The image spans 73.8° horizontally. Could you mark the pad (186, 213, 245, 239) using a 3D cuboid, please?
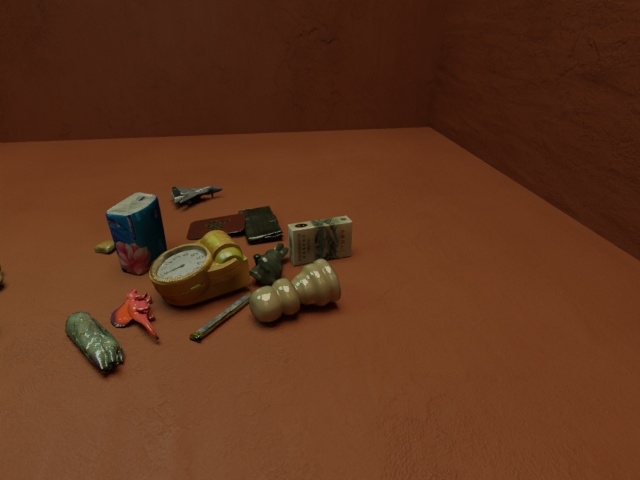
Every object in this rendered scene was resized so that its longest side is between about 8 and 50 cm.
[{"bbox_3d":[-0.485,-0.068,1.992,0.268,0.004,0.181,-10,31,-2],"label":"pad"}]

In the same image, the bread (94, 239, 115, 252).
[{"bbox_3d":[-0.917,0.027,1.824,0.084,0.035,0.070,1,28,13],"label":"bread"}]

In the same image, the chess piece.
[{"bbox_3d":[-0.095,0.187,1.457,0.300,0.166,0.167,-21,35,-22],"label":"chess piece"}]

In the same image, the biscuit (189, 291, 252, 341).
[{"bbox_3d":[-0.321,0.249,1.444,0.048,0.026,0.292,14,31,30],"label":"biscuit"}]

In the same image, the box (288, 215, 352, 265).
[{"bbox_3d":[0.000,0.000,1.755,0.257,0.164,0.069,-9,29,-17],"label":"box"}]

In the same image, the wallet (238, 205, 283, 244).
[{"bbox_3d":[-0.287,-0.079,2.017,0.169,0.044,0.317,-12,30,-13],"label":"wallet"}]

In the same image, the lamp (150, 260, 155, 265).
[{"bbox_3d":[-0.533,0.078,1.672,0.250,0.101,0.101,-15,32,-30],"label":"lamp"}]

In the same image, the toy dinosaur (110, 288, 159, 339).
[{"bbox_3d":[-0.624,0.254,1.407,0.139,0.070,0.286,-22,38,-17],"label":"toy dinosaur"}]

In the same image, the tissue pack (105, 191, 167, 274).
[{"bbox_3d":[-0.713,-0.031,1.691,0.138,0.269,0.209,6,29,11],"label":"tissue pack"}]

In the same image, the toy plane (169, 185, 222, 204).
[{"bbox_3d":[-0.656,-0.246,2.278,0.268,0.088,0.212,-6,30,-28],"label":"toy plane"}]

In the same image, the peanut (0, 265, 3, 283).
[{"bbox_3d":[-1.253,0.122,1.595,0.214,0.090,0.099,30,11,39],"label":"peanut"}]

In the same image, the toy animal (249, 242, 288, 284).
[{"bbox_3d":[-0.192,0.093,1.674,0.138,0.108,0.236,44,18,3],"label":"toy animal"}]

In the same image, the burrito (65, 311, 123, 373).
[{"bbox_3d":[-0.692,0.301,1.303,0.309,0.066,0.096,25,42,37],"label":"burrito"}]

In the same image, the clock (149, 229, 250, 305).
[{"bbox_3d":[-0.441,0.109,1.540,0.317,0.200,0.244,-26,34,-25],"label":"clock"}]
